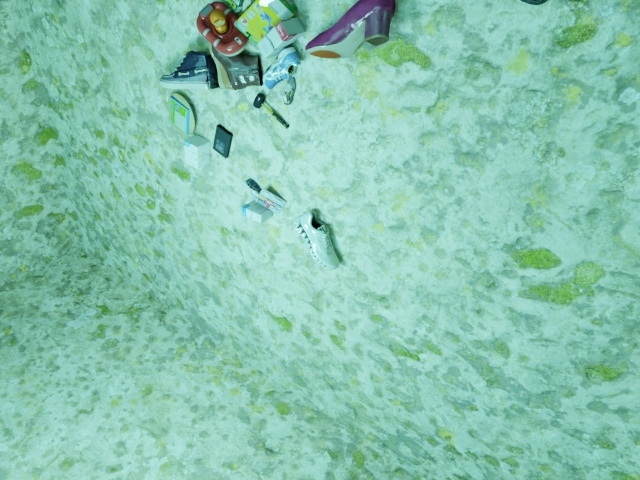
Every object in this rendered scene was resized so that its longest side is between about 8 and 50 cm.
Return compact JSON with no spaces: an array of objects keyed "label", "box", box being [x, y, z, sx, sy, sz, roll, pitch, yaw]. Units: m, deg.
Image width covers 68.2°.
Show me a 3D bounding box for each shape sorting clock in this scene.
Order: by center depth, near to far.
[{"label":"shape sorting clock","box":[-0.682,-0.618,2.316,0.206,0.040,0.206,24,133,28]}]

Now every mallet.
[{"label":"mallet","box":[-0.202,-0.543,1.976,0.189,0.039,0.062,38,138,9]}]

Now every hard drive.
[{"label":"hard drive","box":[-0.466,-0.470,2.245,0.094,0.022,0.135,38,135,15]}]

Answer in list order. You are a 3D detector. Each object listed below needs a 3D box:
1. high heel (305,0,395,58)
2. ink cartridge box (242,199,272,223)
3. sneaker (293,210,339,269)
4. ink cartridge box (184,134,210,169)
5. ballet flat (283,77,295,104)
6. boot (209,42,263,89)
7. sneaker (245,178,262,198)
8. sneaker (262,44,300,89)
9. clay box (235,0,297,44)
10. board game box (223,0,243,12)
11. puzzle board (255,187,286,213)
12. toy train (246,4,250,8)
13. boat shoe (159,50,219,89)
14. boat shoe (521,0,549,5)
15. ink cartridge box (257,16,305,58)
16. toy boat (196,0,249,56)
[{"label":"high heel","box":[0.094,-0.730,1.590,0.376,0.127,0.182,7,92,41]},{"label":"ink cartridge box","box":[-0.304,-0.138,2.276,0.122,0.088,0.052,23,129,27]},{"label":"sneaker","box":[0.000,0.000,2.111,0.118,0.110,0.292,-32,94,37]},{"label":"ink cartridge box","box":[-0.610,-0.431,2.341,0.092,0.090,0.143,30,133,21]},{"label":"ballet flat","box":[-0.127,-0.590,1.877,0.041,0.041,0.115,31,132,21]},{"label":"boot","box":[-0.340,-0.751,1.942,0.206,0.090,0.249,2,114,23]},{"label":"sneaker","box":[-0.315,-0.232,2.254,0.135,0.052,0.058,49,140,4]},{"label":"sneaker","box":[-0.153,-0.652,1.830,0.081,0.080,0.211,54,138,2]},{"label":"clay box","box":[-0.206,-0.827,1.742,0.127,0.053,0.221,35,145,-30]},{"label":"board game box","box":[-0.388,-1.019,1.826,0.259,0.030,0.136,44,134,8]},{"label":"puzzle board","box":[-0.234,-0.182,2.212,0.128,0.011,0.096,30,137,-10]},{"label":"toy train","box":[-0.218,-0.883,1.766,0.158,0.036,0.027,5,120,37]},{"label":"boat shoe","box":[-0.589,-0.762,2.105,0.340,0.127,0.158,11,117,25]},{"label":"boat shoe","box":[0.476,-0.747,1.225,0.127,0.113,0.340,-33,93,46]},{"label":"ink cartridge box","box":[-0.146,-0.746,1.742,0.150,0.109,0.063,-21,103,45]},{"label":"toy boat","box":[-0.382,-0.833,1.826,0.231,0.151,0.151,45,180,5]}]
